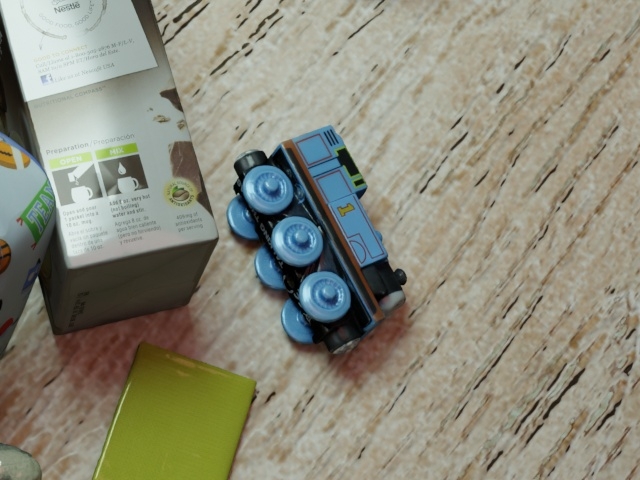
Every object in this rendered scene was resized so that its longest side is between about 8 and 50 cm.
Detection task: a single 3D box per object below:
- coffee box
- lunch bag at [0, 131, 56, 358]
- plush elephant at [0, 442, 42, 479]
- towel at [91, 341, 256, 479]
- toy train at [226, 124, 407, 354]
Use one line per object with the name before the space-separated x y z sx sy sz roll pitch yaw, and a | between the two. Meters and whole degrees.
coffee box | -0.182 -0.099 1.273 0.118 0.168 0.297 -13 74 -17
lunch bag | -0.342 -0.009 1.173 0.303 0.243 0.115 33 36 5
plush elephant | -0.313 0.273 1.060 0.271 0.255 0.330 1 70 -12
towel | -0.128 0.201 1.258 0.102 0.021 0.237 21 66 -10
toy train | 0.000 0.000 1.327 0.105 0.080 0.184 -23 77 -25
